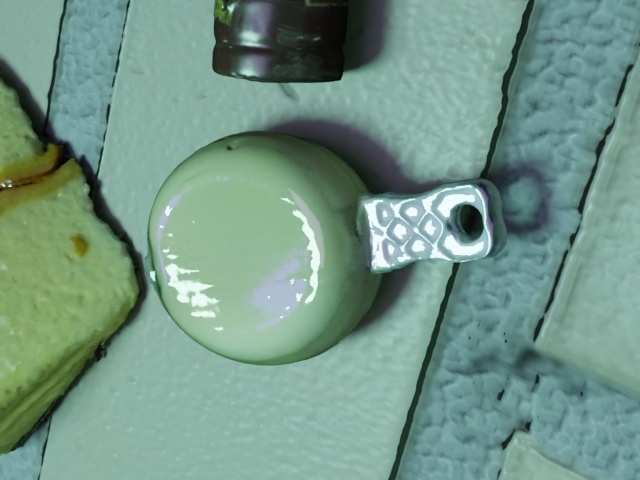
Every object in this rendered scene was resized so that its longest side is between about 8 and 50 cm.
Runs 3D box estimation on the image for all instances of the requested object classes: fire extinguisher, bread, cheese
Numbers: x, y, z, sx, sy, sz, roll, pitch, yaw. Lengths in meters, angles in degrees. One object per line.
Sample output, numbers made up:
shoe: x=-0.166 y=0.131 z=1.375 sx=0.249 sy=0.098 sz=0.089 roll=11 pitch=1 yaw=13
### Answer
fire extinguisher: x=0.002 y=-0.211 z=0.663 sx=0.106 sy=0.075 sz=0.252 roll=6 pitch=101 yaw=5
bread: x=-0.229 y=0.009 z=0.878 sx=0.178 sy=0.135 sz=0.240 roll=-34 pitch=76 yaw=-1
cheese: x=0.000 y=0.000 z=0.696 sx=0.227 sy=0.064 sz=0.137 roll=-8 pitch=97 yaw=36
